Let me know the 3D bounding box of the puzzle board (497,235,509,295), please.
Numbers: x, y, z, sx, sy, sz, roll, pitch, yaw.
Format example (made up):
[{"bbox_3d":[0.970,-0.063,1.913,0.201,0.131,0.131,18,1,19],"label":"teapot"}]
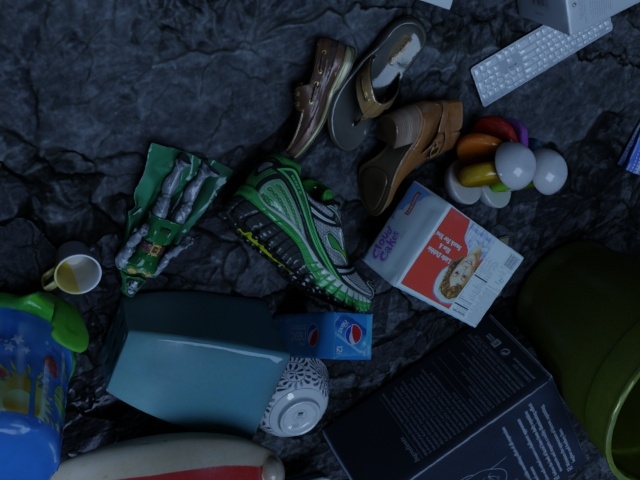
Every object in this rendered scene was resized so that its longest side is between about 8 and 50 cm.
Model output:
[{"bbox_3d":[0.294,0.056,1.477,0.096,0.011,0.128,-11,122,-18],"label":"puzzle board"}]

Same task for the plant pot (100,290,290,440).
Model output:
[{"bbox_3d":[-0.201,0.176,1.222,0.234,0.165,0.166,15,111,-26],"label":"plant pot"}]

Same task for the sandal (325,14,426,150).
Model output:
[{"bbox_3d":[0.086,-0.225,1.180,0.090,0.060,0.219,33,101,-36],"label":"sandal"}]

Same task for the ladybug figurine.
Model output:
[{"bbox_3d":[-0.250,0.422,1.236,0.449,0.162,0.305,-24,138,25],"label":"ladybug figurine"}]

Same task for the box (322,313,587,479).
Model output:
[{"bbox_3d":[0.258,0.391,1.531,0.395,0.212,0.294,-34,128,-5],"label":"box"}]

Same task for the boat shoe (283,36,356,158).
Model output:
[{"bbox_3d":[-0.014,-0.204,1.149,0.060,0.064,0.178,23,103,-16],"label":"boat shoe"}]

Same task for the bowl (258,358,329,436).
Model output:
[{"bbox_3d":[-0.049,0.285,1.404,0.170,0.080,0.170,-11,122,-19],"label":"bowl"}]

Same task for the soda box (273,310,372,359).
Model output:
[{"bbox_3d":[-0.002,0.149,1.265,0.067,0.210,0.071,6,81,-28],"label":"soda box"}]

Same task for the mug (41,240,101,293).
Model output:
[{"bbox_3d":[-0.348,0.033,1.120,0.078,0.064,0.062,-6,121,-22],"label":"mug"}]

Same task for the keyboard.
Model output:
[{"bbox_3d":[0.355,-0.307,1.291,0.256,0.014,0.072,-32,127,-6],"label":"keyboard"}]

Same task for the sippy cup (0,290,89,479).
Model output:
[{"bbox_3d":[-0.441,0.225,1.077,0.240,0.224,0.306,0,123,-23],"label":"sippy cup"}]

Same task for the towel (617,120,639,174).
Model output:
[{"bbox_3d":[0.731,-0.200,1.519,0.335,0.040,0.243,13,111,-31],"label":"towel"}]

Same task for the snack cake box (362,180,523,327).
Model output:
[{"bbox_3d":[0.206,0.030,1.320,0.264,0.089,0.152,29,98,-47],"label":"snack cake box"}]

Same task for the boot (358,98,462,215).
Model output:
[{"bbox_3d":[0.145,-0.130,1.262,0.152,0.073,0.197,-20,145,-34],"label":"boot"}]

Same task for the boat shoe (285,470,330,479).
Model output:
[{"bbox_3d":[-0.106,0.476,1.490,0.254,0.079,0.095,-22,128,-9],"label":"boat shoe"}]

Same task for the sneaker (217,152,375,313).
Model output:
[{"bbox_3d":[0.000,0.000,1.229,0.146,0.134,0.343,-57,138,-12],"label":"sneaker"}]

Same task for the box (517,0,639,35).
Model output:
[{"bbox_3d":[0.392,-0.389,1.187,0.170,0.130,0.091,-27,125,-9],"label":"box"}]

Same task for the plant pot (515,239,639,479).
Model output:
[{"bbox_3d":[0.549,0.179,1.457,0.366,0.353,0.367,-12,122,-19],"label":"plant pot"}]

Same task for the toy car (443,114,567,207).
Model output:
[{"bbox_3d":[0.292,-0.132,1.297,0.182,0.159,0.136,4,77,-38],"label":"toy car"}]

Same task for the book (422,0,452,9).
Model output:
[{"bbox_3d":[0.131,-0.390,1.126,0.144,0.035,0.096,8,110,-28],"label":"book"}]

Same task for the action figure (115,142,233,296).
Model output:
[{"bbox_3d":[-0.229,-0.016,1.155,0.137,0.063,0.232,18,113,-36],"label":"action figure"}]
